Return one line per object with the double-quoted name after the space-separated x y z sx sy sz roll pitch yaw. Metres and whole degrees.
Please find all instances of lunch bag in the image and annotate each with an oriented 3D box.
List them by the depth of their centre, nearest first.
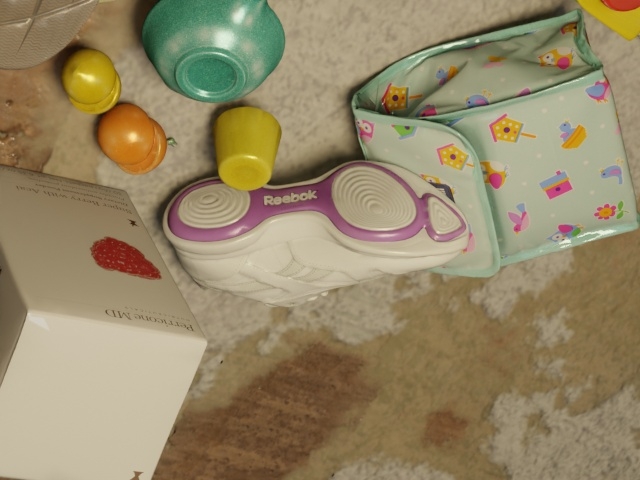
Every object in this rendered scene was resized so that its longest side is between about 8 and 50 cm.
0.176 -0.089 1.789 0.262 0.160 0.223 -16 129 4 "lunch bag"

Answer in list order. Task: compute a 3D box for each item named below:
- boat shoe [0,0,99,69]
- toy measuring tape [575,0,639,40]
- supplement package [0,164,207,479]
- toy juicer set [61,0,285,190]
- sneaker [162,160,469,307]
-0.233 -0.322 1.489 0.132 0.130 0.355 12 107 -21 "boat shoe"
0.336 -0.266 1.780 0.330 0.121 0.121 26 107 -41 "toy measuring tape"
-0.249 0.076 1.622 0.177 0.293 0.175 12 114 -29 "supplement package"
-0.137 -0.185 1.616 0.209 0.089 0.329 3 140 -1 "toy juicer set"
0.000 0.000 1.763 0.305 0.114 0.152 1 143 8 "sneaker"
